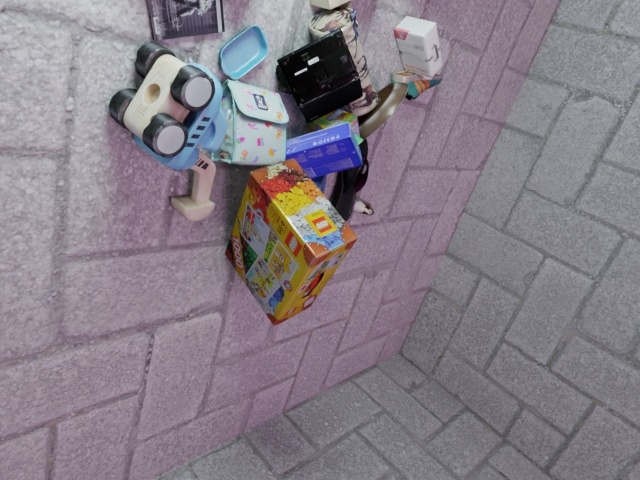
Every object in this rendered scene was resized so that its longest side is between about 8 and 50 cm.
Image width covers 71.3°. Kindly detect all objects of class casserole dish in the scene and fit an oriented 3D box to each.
[{"bbox_3d":[-0.243,-0.591,1.394,0.188,0.037,0.114,-44,144,-14],"label":"casserole dish"}]

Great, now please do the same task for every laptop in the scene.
[{"bbox_3d":[0.008,-0.564,1.563,0.234,0.136,0.264,-25,118,7],"label":"laptop"}]

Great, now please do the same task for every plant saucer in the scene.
[{"bbox_3d":[0.227,-0.535,1.827,0.050,0.310,0.310,39,86,-18],"label":"plant saucer"}]

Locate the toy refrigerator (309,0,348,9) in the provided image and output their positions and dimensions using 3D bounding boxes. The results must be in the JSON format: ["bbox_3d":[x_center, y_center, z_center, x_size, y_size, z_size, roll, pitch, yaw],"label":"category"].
[{"bbox_3d":[0.091,-0.868,1.501,0.269,0.102,0.094,-37,142,-25],"label":"toy refrigerator"}]

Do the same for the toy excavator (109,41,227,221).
[{"bbox_3d":[-0.397,-0.283,1.345,0.433,0.222,0.445,-57,154,5],"label":"toy excavator"}]

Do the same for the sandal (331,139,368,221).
[{"bbox_3d":[0.156,-0.279,2.055,0.167,0.107,0.446,-14,123,-43],"label":"sandal"}]

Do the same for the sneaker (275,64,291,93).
[{"bbox_3d":[-0.092,-0.566,1.580,0.170,0.051,0.089,-9,130,-42],"label":"sneaker"}]

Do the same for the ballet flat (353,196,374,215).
[{"bbox_3d":[0.207,-0.166,2.247,0.221,0.079,0.077,11,112,-53],"label":"ballet flat"}]

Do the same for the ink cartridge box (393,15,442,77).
[{"bbox_3d":[0.416,-0.814,1.882,0.092,0.158,0.218,-48,145,-10],"label":"ink cartridge box"}]

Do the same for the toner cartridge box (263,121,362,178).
[{"bbox_3d":[-0.033,-0.312,1.657,0.348,0.075,0.165,-12,148,15],"label":"toner cartridge box"}]

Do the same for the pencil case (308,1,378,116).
[{"bbox_3d":[0.101,-0.651,1.644,0.183,0.160,0.410,-41,144,-8],"label":"pencil case"}]

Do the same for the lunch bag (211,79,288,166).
[{"bbox_3d":[-0.230,-0.383,1.483,0.223,0.160,0.262,-3,103,-44],"label":"lunch bag"}]

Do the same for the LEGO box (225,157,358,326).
[{"bbox_3d":[-0.131,0.021,1.607,0.193,0.372,0.500,-25,158,-35],"label":"LEGO box"}]

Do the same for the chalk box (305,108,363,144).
[{"bbox_3d":[0.068,-0.421,1.749,0.132,0.213,0.132,-41,142,-21],"label":"chalk box"}]

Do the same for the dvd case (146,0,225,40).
[{"bbox_3d":[-0.366,-0.647,1.217,0.221,0.018,0.164,-26,135,-34],"label":"dvd case"}]

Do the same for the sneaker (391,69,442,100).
[{"bbox_3d":[0.433,-0.711,2.045,0.302,0.108,0.121,-16,131,-32],"label":"sneaker"}]

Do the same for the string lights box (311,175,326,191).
[{"bbox_3d":[-0.030,-0.205,1.817,0.260,0.076,0.133,-70,170,-56],"label":"string lights box"}]
